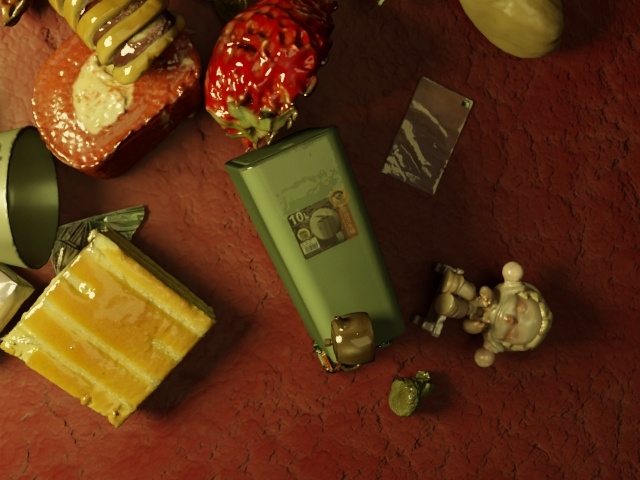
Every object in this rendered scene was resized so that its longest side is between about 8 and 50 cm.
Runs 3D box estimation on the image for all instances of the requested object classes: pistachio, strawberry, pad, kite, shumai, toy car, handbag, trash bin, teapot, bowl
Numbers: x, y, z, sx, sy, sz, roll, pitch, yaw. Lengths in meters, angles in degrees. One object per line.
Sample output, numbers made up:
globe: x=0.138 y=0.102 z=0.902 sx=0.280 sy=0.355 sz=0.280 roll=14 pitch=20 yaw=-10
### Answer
pistachio: x=0.332 y=-0.410 z=1.230 sx=0.226 sy=0.136 sz=0.135 roll=33 pitch=87 yaw=-9
strawberry: x=-0.081 y=-0.287 z=1.065 sx=0.150 sy=0.253 sz=0.280 roll=27 pitch=87 yaw=-19
pad: x=0.193 y=-0.188 z=1.276 sx=0.113 sy=0.006 sz=0.187 roll=22 pitch=92 yaw=-16
kite: x=-0.341 y=0.044 z=1.164 sx=0.250 sy=0.012 sz=0.229 roll=25 pitch=93 yaw=-16
shumai: x=0.175 y=0.283 z=1.292 sx=0.081 sy=0.082 sz=0.083 roll=7 pitch=135 yaw=-23
toy car: x=0.062 y=0.182 z=1.258 sx=0.143 sy=0.054 sz=0.073 roll=-25 pitch=102 yaw=-9
handbag: x=-0.535 y=0.108 z=1.073 sx=0.117 sy=0.095 sz=0.173 roll=34 pitch=87 yaw=14
trash bin: x=0.000 y=0.000 z=1.139 sx=0.158 sy=0.223 sz=0.343 roll=-27 pitch=103 yaw=-10
teapot: x=0.040 y=0.150 z=1.032 sx=0.068 sy=0.076 sz=0.121 roll=-7 pitch=132 yaw=-4
bowl: x=-0.469 y=-0.061 z=1.029 sx=0.112 sy=0.211 sz=0.211 roll=-1 pitch=96 yaw=-4

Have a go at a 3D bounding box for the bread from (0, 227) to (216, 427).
bread: x=-0.334 y=0.135 z=1.117 sx=0.246 sy=0.111 sz=0.239 roll=43 pitch=87 yaw=-18

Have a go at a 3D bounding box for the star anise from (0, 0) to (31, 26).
star anise: x=-0.447 y=-0.438 z=1.047 sx=0.220 sy=0.099 sz=0.214 roll=-36 pitch=89 yaw=-3

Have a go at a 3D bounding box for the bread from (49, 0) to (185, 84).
bread: x=-0.291 y=-0.332 z=0.974 sx=0.134 sy=0.081 sz=0.225 roll=-42 pitch=86 yaw=-14

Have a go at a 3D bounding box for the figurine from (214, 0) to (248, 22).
figurine: x=-0.172 y=-0.480 z=1.099 sx=0.143 sy=0.143 sz=0.271 roll=-31 pitch=122 yaw=-9

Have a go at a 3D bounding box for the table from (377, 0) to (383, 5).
table: x=0.045 y=-0.499 z=1.136 sx=0.198 sy=0.166 sz=0.166 roll=25 pitch=89 yaw=-7

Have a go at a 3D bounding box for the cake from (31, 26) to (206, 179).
cake: x=-0.306 y=-0.229 z=1.077 sx=0.283 sy=0.151 sz=0.177 roll=-42 pitch=90 yaw=-6

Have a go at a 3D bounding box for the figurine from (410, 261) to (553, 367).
figurine: x=0.310 y=0.136 z=1.282 sx=0.257 sy=0.144 sz=0.181 roll=20 pitch=70 yaw=-13
